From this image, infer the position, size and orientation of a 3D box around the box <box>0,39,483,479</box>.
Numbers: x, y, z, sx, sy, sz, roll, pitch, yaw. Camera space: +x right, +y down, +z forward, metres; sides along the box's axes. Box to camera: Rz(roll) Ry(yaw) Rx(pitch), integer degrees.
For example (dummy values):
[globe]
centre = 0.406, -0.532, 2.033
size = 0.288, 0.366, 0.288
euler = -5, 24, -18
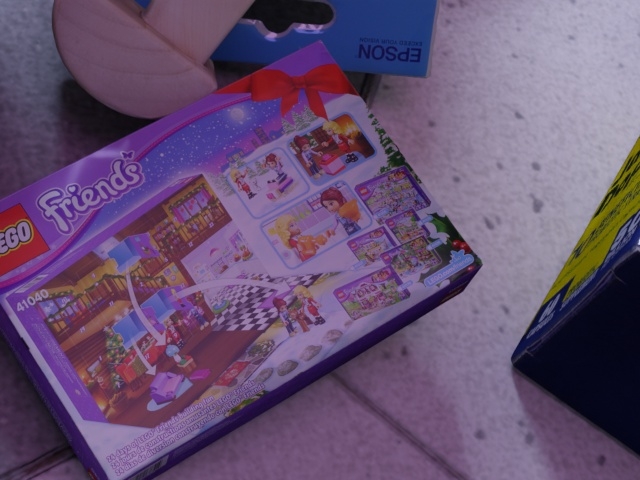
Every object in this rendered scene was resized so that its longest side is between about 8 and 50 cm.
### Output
[box]
centre = -0.067, 0.013, 1.021
size = 0.293, 0.057, 0.201
euler = -29, 75, -21

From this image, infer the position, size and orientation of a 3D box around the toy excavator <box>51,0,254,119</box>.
[toy excavator]
centre = -0.047, -0.349, 0.999
size = 0.433, 0.222, 0.445
euler = -26, 109, 3

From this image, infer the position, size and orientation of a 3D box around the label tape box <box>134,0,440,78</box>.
[label tape box]
centre = -0.025, -0.309, 1.157
size = 0.249, 0.115, 0.347
euler = 4, 102, -6

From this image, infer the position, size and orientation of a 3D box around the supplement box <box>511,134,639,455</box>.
[supplement box]
centre = 0.326, -0.018, 1.133
size = 0.195, 0.194, 0.356
euler = 35, 55, 1
